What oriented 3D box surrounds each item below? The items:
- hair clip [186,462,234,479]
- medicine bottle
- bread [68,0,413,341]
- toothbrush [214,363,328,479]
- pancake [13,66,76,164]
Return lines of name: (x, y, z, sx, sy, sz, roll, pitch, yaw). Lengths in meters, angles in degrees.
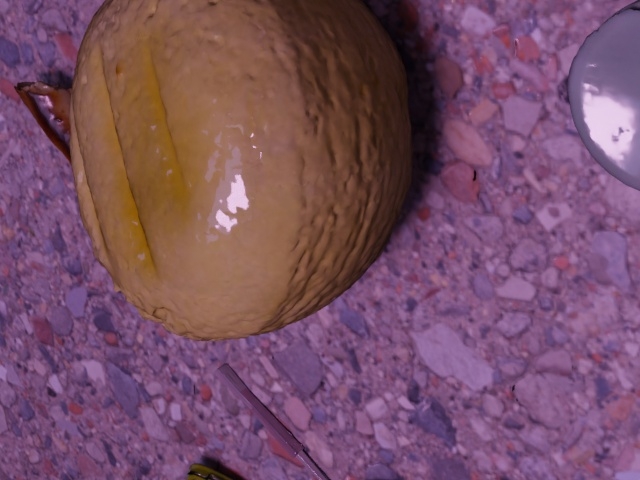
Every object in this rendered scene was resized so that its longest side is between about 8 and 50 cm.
hair clip: (-0.064, 0.294, 1.500, 0.188, 0.033, 0.060, 38, 132, 17)
medicine bottle: (0.259, -0.112, 0.951, 0.135, 0.168, 0.135, 17, 120, 32)
bread: (-0.075, -0.079, 1.172, 0.320, 0.237, 0.321, -1, 89, 38)
toothbrush: (-0.037, 0.198, 1.446, 0.194, 0.014, 0.017, 48, 133, 12)
pancake: (-0.172, -0.079, 1.399, 0.257, 0.056, 0.212, -5, 107, 41)
